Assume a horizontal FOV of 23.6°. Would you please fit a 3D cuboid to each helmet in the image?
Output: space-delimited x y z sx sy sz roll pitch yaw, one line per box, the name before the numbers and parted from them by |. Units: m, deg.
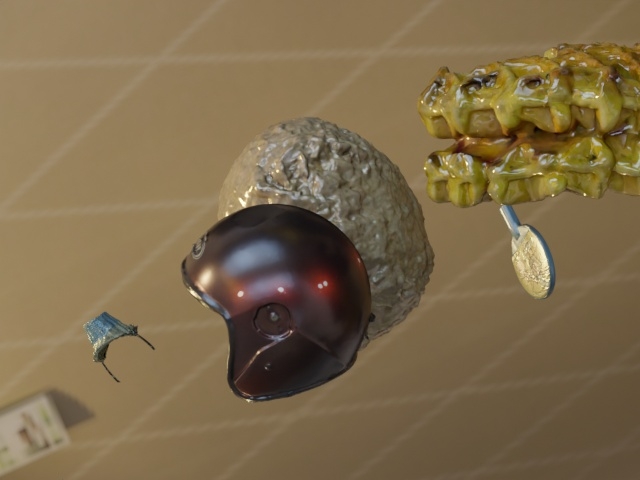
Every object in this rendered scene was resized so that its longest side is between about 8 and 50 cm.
helmet | -0.044 0.060 1.640 0.216 0.193 0.189 31 -162 -13

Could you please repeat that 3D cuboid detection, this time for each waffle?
waffle | 0.266 -0.128 1.601 0.261 0.324 0.151 4 107 45

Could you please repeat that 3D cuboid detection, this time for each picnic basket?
picnic basket | -0.250 0.125 1.873 0.083 0.065 0.083 51 -173 0

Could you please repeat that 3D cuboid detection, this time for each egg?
egg | 0.000 0.000 1.908 0.310 0.279 0.279 59 179 -31

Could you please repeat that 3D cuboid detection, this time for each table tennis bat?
table tennis bat | 0.299 0.014 2.224 0.100 0.019 0.155 113 139 -57

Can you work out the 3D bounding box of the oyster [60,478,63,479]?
oyster | -0.304 0.292 1.550 0.177 0.125 0.064 26 -165 -46
